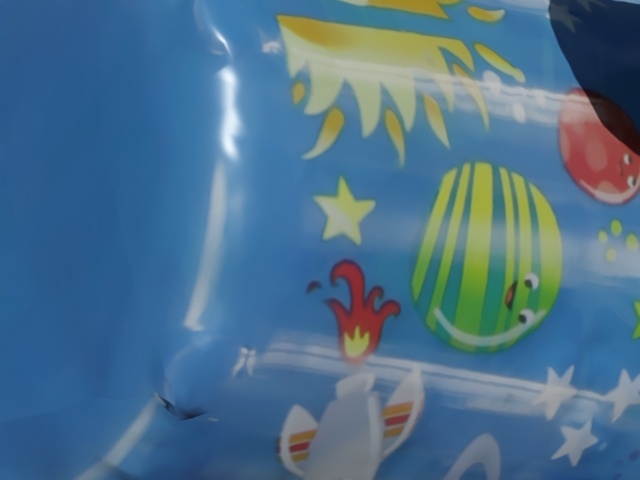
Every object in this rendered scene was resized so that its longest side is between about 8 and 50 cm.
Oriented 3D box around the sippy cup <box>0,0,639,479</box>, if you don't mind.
[{"bbox_3d":[0.000,0.000,0.461,0.224,0.240,0.306,8,108,-45],"label":"sippy cup"}]
